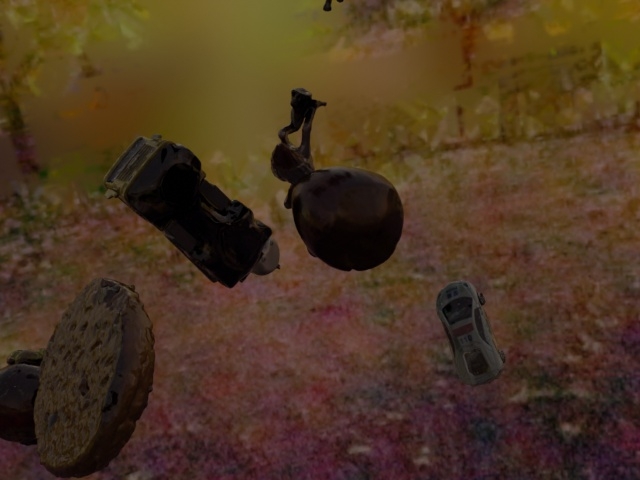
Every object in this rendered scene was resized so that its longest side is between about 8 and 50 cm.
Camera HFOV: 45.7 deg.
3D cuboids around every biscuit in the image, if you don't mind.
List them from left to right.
[{"bbox_3d":[-0.323,0.196,1.089,0.075,0.296,0.296,25,-8,-36],"label":"biscuit"}]

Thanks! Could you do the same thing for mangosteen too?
[{"bbox_3d":[-0.517,0.274,1.369,0.166,0.166,0.180,-7,58,13],"label":"mangosteen"}]

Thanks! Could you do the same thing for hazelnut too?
[{"bbox_3d":[0.059,-0.058,1.500,0.218,0.234,0.218,-27,43,29],"label":"hazelnut"}]

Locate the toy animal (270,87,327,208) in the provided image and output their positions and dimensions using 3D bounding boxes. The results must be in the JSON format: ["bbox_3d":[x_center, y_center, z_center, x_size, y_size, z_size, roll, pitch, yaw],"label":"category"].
[{"bbox_3d":[-0.053,-0.163,1.630,0.090,0.324,0.195,22,42,15],"label":"toy animal"}]

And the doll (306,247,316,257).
[{"bbox_3d":[0.000,0.000,1.853,0.083,0.076,0.050,-42,38,-15],"label":"doll"}]

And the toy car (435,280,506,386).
[{"bbox_3d":[0.278,0.173,1.434,0.095,0.205,0.056,-25,-21,24],"label":"toy car"}]

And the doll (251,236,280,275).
[{"bbox_3d":[-0.198,0.032,2.029,0.180,0.107,0.110,14,58,20],"label":"doll"}]

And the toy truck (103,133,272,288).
[{"bbox_3d":[-0.301,-0.062,1.721,0.254,0.405,0.181,20,70,45],"label":"toy truck"}]

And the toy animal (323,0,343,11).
[{"bbox_3d":[0.022,-0.548,1.461,0.073,0.176,0.217,-1,-21,33],"label":"toy animal"}]
